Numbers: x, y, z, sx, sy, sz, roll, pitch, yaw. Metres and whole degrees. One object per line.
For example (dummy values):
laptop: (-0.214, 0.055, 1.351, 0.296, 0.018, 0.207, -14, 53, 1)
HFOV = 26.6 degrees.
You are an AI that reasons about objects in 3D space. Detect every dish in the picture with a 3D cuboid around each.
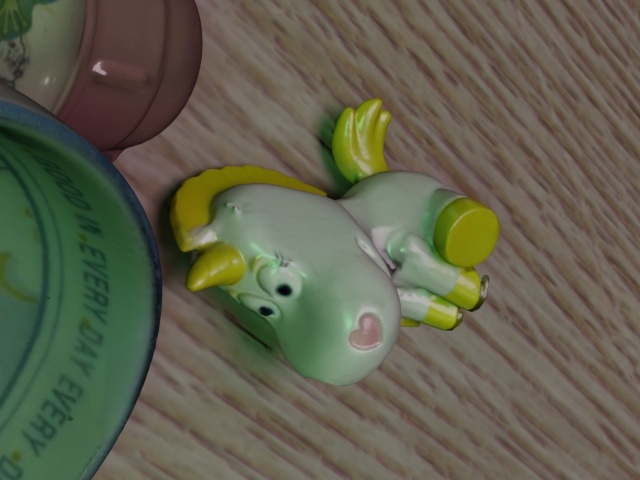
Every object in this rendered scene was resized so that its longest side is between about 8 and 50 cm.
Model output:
dish: (-0.202, 0.034, 0.451, 0.273, 0.134, 0.273, -31, 145, -25)

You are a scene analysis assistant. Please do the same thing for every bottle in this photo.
bottle: (-0.159, -0.092, 0.509, 0.253, 0.120, 0.120, 6, 84, -43)

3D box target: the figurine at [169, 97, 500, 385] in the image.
figurine: (0.002, 0.007, 0.686, 0.178, 0.109, 0.129, -25, 78, -41)
